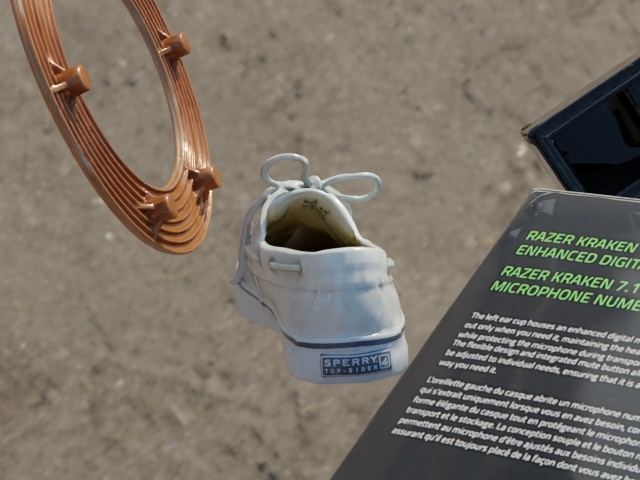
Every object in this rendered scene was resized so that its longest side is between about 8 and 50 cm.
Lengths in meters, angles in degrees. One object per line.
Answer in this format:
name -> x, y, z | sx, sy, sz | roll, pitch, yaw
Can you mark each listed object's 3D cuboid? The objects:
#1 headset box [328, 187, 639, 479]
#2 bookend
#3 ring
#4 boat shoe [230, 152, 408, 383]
headset box -> 0.080, 0.161, 0.373 | 0.283, 0.131, 0.246 | -51, 132, -32
bookend -> 0.241, -0.051, 1.088 | 0.157, 0.156, 0.072 | 56, 5, -3
ring -> -0.164, -0.149, 1.381 | 0.336, 0.032, 0.337 | -20, 90, -75
boat shoe -> -0.008, 0.001, 1.384 | 0.135, 0.367, 0.157 | -4, 101, -6
